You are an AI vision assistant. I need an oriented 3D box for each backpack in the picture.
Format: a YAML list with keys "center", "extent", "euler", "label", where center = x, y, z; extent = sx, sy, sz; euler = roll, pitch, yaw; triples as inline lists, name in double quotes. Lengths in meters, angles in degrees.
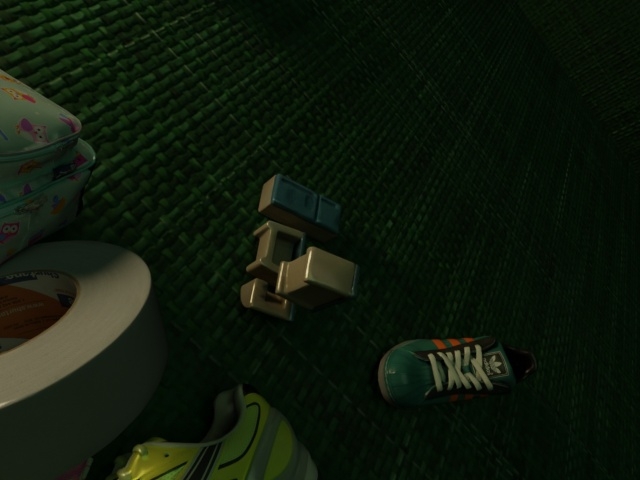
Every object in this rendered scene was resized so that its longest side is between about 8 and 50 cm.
- center: [-0.303, -0.060, 0.381]
  extent: [0.166, 0.144, 0.188]
  euler: [35, 41, -4]
  label: "backpack"

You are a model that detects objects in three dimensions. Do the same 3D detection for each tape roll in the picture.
- center: [-0.233, 0.082, 0.354]
  extent: [0.219, 0.219, 0.072]
  euler: [-33, 130, -43]
  label: "tape roll"

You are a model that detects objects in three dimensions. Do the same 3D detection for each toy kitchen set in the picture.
- center: [0.000, 0.000, 0.615]
  extent: [0.122, 0.166, 0.206]
  euler: [25, 57, -29]
  label: "toy kitchen set"

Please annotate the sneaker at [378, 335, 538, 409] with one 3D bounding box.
- center: [0.226, 0.198, 0.741]
  extent: [0.303, 0.121, 0.108]
  euler: [4, 68, -38]
  label: "sneaker"

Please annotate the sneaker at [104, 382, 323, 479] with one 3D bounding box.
- center: [-0.163, 0.264, 0.396]
  extent: [0.385, 0.145, 0.147]
  euler: [-21, 78, -53]
  label: "sneaker"

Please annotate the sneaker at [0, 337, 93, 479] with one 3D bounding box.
- center: [-0.243, 0.167, 0.395]
  extent: [0.252, 0.103, 0.111]
  euler: [-58, 150, -54]
  label: "sneaker"
